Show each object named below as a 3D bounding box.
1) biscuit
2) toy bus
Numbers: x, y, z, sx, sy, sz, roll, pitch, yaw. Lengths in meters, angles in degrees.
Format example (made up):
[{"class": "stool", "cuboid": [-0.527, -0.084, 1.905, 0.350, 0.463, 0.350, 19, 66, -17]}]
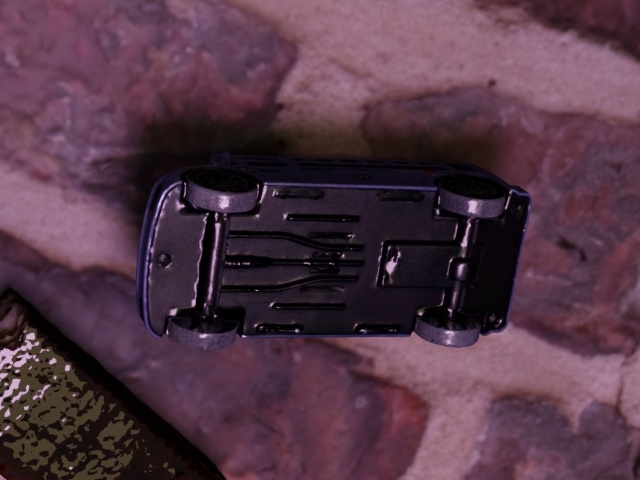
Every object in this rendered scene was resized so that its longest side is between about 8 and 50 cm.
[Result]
[{"class": "biscuit", "cuboid": [-0.182, 0.151, 1.338, 0.106, 0.070, 0.252, -47, 115, -2]}, {"class": "toy bus", "cuboid": [0.000, 0.000, 1.325, 0.292, 0.133, 0.126, 1, 111, -22]}]
